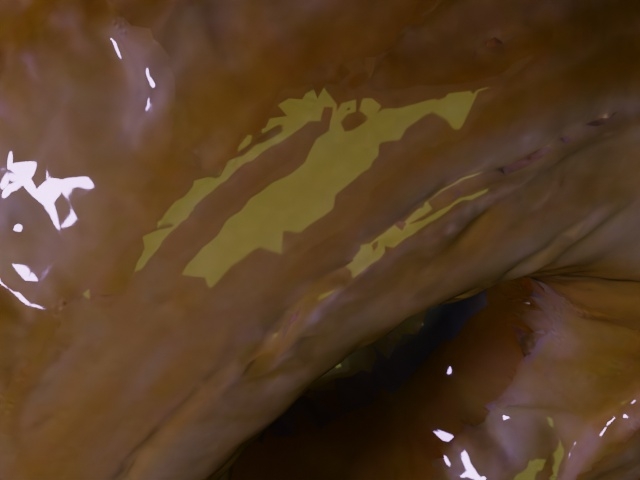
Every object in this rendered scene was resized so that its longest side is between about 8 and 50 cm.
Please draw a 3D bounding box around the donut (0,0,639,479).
[{"bbox_3d":[0.000,0.000,0.583,0.449,0.198,0.449,-20,145,-15],"label":"donut"}]
